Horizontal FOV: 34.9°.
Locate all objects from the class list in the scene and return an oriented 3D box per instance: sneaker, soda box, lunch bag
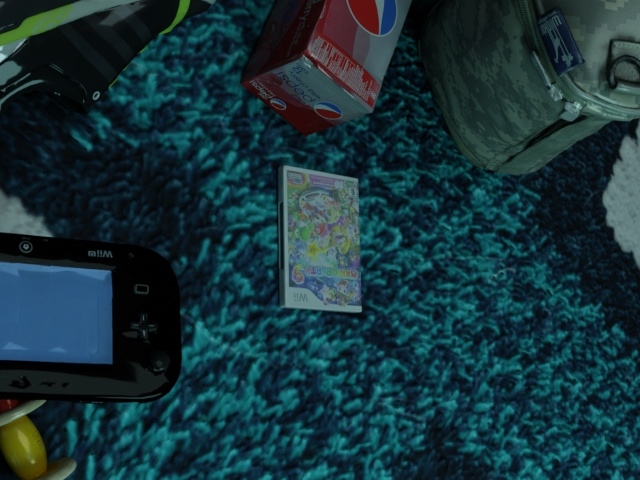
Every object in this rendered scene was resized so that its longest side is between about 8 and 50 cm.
[{"bbox_3d":[-0.175,-0.143,0.741,0.234,0.084,0.097,-24,121,-40],"label":"sneaker"},{"bbox_3d":[0.026,-0.226,0.901,0.083,0.092,0.263,37,59,-30],"label":"soda box"},{"bbox_3d":[0.215,-0.203,0.914,0.212,0.305,0.256,5,82,-8],"label":"lunch bag"}]

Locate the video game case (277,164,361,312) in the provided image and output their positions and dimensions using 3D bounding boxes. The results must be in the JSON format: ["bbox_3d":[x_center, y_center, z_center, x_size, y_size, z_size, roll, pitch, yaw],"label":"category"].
[{"bbox_3d":[0.000,0.000,0.889,0.087,0.011,0.122,7,77,-40],"label":"video game case"}]

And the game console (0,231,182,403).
[{"bbox_3d":[-0.255,0.024,0.593,0.361,0.044,0.213,6,74,-26],"label":"game console"}]

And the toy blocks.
[{"bbox_3d":[-0.235,0.104,0.639,0.123,0.054,0.148,-27,97,-39],"label":"toy blocks"}]
